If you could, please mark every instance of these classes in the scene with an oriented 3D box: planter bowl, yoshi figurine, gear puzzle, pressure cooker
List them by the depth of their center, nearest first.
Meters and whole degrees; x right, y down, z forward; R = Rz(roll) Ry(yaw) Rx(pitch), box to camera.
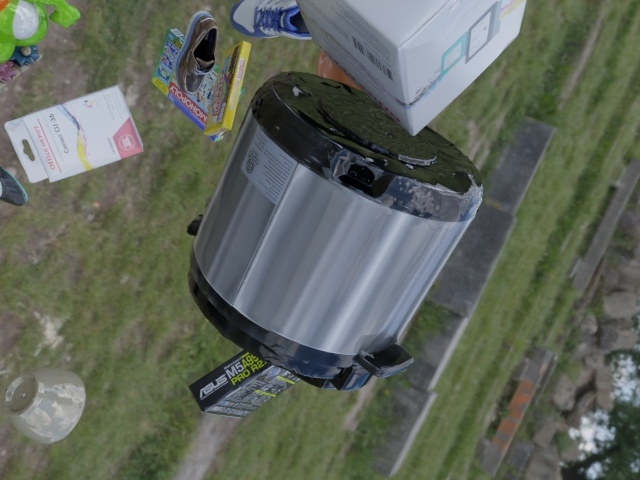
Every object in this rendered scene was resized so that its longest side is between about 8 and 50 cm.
[{"bbox_3d":[-0.005,-0.001,1.087,0.370,0.376,0.420,-94,-153,-62],"label":"pressure cooker"},{"bbox_3d":[-0.577,-0.523,1.434,0.362,0.203,0.203,-47,155,19],"label":"yoshi figurine"},{"bbox_3d":[-0.598,0.338,1.504,0.162,0.162,0.109,-60,146,-12],"label":"planter bowl"},{"bbox_3d":[-0.770,-0.468,1.509,0.044,0.339,0.175,-48,-171,47],"label":"gear puzzle"}]

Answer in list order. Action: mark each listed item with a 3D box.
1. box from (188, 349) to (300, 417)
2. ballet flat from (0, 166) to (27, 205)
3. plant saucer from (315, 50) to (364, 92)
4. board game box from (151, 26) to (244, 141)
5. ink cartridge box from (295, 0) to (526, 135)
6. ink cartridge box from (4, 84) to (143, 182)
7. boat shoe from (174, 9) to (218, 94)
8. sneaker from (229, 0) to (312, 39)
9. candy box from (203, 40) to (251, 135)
[{"bbox_3d":[-0.116,0.265,1.410,0.216,0.060,0.270,-34,161,0],"label":"box"},{"bbox_3d":[-0.973,-0.197,2.053,0.095,0.280,0.096,-42,178,39],"label":"ballet flat"},{"bbox_3d":[0.081,-0.311,1.387,0.037,0.200,0.200,-43,155,-38],"label":"plant saucer"},{"bbox_3d":[-0.400,-0.499,2.283,0.046,0.317,0.213,-32,160,-48],"label":"board game box"},{"bbox_3d":[0.098,-0.285,0.800,0.197,0.198,0.270,-44,167,0],"label":"ink cartridge box"},{"bbox_3d":[-0.405,-0.170,1.165,0.067,0.198,0.115,-131,-158,-70],"label":"ink cartridge box"},{"bbox_3d":[-0.253,-0.374,1.462,0.066,0.066,0.183,-12,137,-34],"label":"boat shoe"},{"bbox_3d":[-0.080,-0.512,1.609,0.131,0.297,0.111,-47,139,-64],"label":"sneaker"},{"bbox_3d":[-0.212,-0.343,1.612,0.105,0.027,0.205,-4,-109,58],"label":"candy box"}]
